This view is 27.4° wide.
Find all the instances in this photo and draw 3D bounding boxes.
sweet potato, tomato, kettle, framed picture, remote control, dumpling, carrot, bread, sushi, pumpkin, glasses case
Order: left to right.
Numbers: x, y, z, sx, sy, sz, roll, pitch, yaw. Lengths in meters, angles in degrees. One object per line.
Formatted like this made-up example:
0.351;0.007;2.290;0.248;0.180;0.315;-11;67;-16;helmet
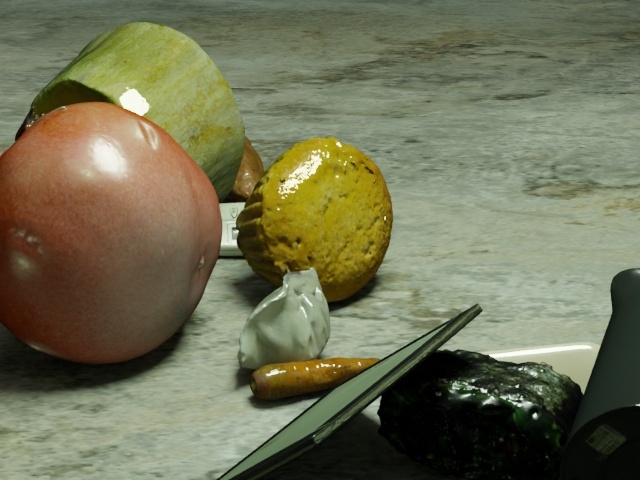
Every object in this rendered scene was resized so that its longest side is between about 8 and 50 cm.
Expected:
-0.274;-0.012;1.696;0.272;0.341;0.341;26;31;17;tomato
-0.296;-0.149;1.985;0.332;0.332;0.199;13;28;23;pumpkin
-0.143;-0.117;2.204;0.097;0.097;0.252;-4;24;-14;sweet potato
-0.054;-0.015;2.030;0.230;0.049;0.090;0;54;-7;remote control
-0.039;0.103;1.690;0.108;0.127;0.188;32;31;27;dumpling
-0.004;-0.028;1.873;0.240;0.240;0.139;-15;7;-32;bread
0.002;0.167;1.653;0.191;0.047;0.047;-8;26;-25;carrot
0.008;0.187;1.430;0.265;0.016;0.347;-36;-2;39;framed picture
0.180;0.204;1.485;0.225;0.124;0.127;11;24;19;sushi
0.255;0.172;1.589;0.196;0.050;0.083;-8;68;5;glasses case
0.417;0.179;1.424;0.262;0.203;0.308;12;34;15;kettle
